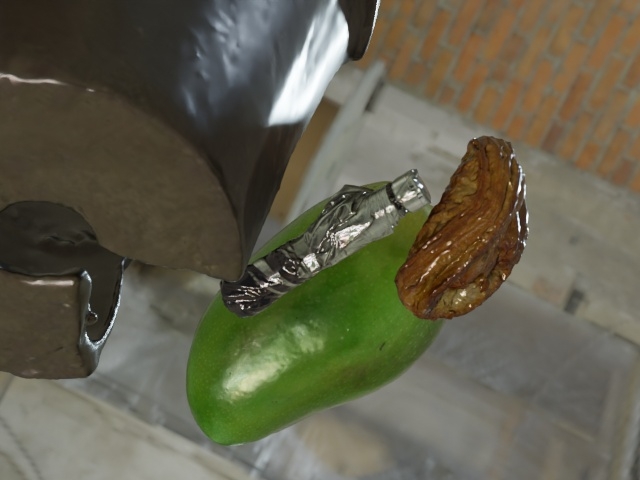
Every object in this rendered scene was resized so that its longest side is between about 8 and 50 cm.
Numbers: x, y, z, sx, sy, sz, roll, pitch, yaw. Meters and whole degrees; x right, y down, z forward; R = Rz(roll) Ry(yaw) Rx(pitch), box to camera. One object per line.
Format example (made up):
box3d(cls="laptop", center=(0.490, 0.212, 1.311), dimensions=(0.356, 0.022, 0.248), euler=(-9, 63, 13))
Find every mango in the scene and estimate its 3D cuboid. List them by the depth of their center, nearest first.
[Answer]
box3d(cls="mango", center=(0.002, 0.094, 1.590), dimensions=(0.382, 0.225, 0.201), euler=(-42, -154, -4))

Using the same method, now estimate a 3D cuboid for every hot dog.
box3d(cls="hot dog", center=(0.111, -0.006, 0.995), dimensions=(0.147, 0.065, 0.099), euler=(-60, 156, -16))

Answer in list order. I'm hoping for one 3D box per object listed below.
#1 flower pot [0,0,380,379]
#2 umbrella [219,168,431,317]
box3d(cls="flower pot", center=(-0.155, -0.090, 0.767), dimensions=(0.379, 0.379, 0.251), euler=(113, -15, -44))
box3d(cls="umbrella", center=(0.000, 0.000, 1.061), dimensions=(0.188, 0.050, 0.046), euler=(-32, -171, 19))
